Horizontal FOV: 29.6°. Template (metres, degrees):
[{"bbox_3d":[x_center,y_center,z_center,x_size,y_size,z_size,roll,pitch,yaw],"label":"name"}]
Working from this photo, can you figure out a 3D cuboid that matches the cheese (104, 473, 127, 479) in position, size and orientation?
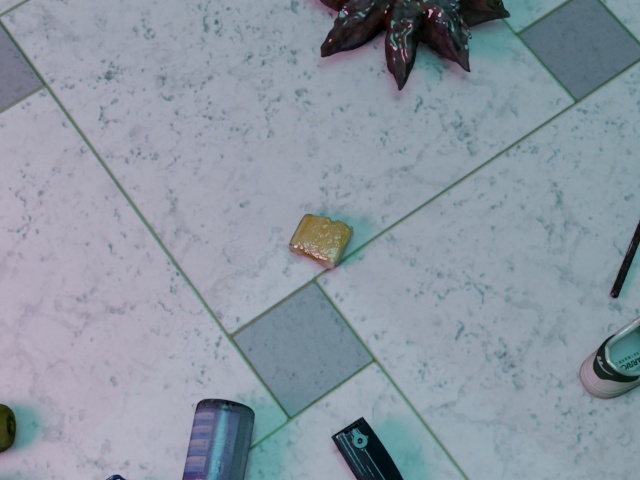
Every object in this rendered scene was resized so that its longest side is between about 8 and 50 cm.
[{"bbox_3d":[-0.338,0.412,1.546,0.270,0.069,0.177,-39,85,-24],"label":"cheese"}]

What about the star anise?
[{"bbox_3d":[0.129,-0.385,1.877,0.332,0.117,0.331,0,63,0],"label":"star anise"}]

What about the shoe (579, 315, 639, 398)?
[{"bbox_3d":[0.485,0.131,1.680,0.265,0.110,0.095,-31,71,-10],"label":"shoe"}]

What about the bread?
[{"bbox_3d":[0.000,0.000,1.764,0.083,0.035,0.070,19,69,13],"label":"bread"}]

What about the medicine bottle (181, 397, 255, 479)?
[{"bbox_3d":[-0.142,0.316,1.608,0.083,0.083,0.203,8,67,2],"label":"medicine bottle"}]

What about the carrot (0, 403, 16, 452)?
[{"bbox_3d":[-0.590,0.273,1.630,0.359,0.074,0.074,-8,69,-1],"label":"carrot"}]

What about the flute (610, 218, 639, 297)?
[{"bbox_3d":[0.478,-0.030,1.794,0.014,0.014,0.269,24,70,8],"label":"flute"}]

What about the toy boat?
[{"bbox_3d":[0.074,0.309,1.630,0.055,0.060,0.141,-31,79,-12],"label":"toy boat"}]
